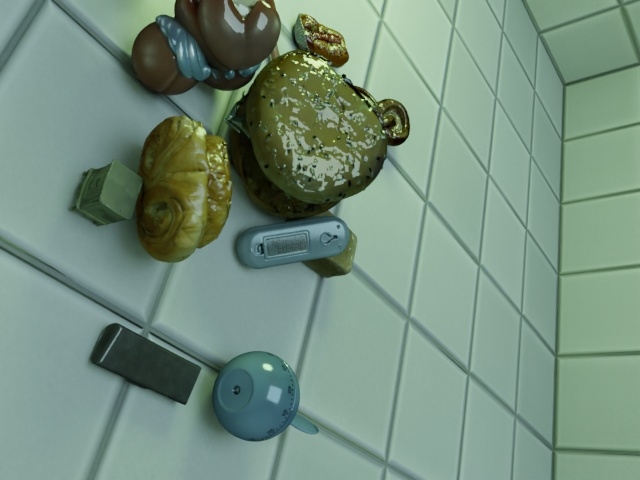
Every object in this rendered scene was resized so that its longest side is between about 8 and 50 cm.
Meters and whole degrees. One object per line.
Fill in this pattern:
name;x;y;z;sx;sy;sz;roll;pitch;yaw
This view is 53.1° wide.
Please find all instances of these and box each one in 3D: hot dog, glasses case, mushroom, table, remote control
hot dog;0.006;-0.495;1.597;0.191;0.059;0.108;6;73;-51
glasses case;-0.281;0.204;1.045;0.190;0.042;0.072;41;58;-41
mushroom;0.184;-0.325;1.776;0.170;0.080;0.135;-18;83;-53
table;-0.336;-0.072;1.002;0.062;0.083;0.079;39;51;-43
remote control;-0.051;0.003;1.308;0.244;0.047;0.087;-10;98;-22

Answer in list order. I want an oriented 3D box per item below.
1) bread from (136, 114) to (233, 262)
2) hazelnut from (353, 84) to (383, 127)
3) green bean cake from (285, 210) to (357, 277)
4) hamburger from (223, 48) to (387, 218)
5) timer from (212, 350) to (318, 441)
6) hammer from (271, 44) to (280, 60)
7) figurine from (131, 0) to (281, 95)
bread;-0.232;-0.081;1.053;0.120;0.198;0.236;5;77;-35
hazelnut;0.064;-0.271;1.493;0.208;0.208;0.208;18;68;-50
green bean cake;0.000;0.000;1.439;0.179;0.085;0.109;37;55;-42
hamburger;-0.040;-0.196;1.303;0.318;0.195;0.277;44;59;-14
timer;-0.110;0.306;1.190;0.255;0.175;0.175;80;22;-55
hammer;-0.119;-0.497;1.446;0.111;0.033;0.288;-16;94;-53
figurine;-0.190;-0.460;1.119;0.276;0.248;0.388;-22;111;-51
